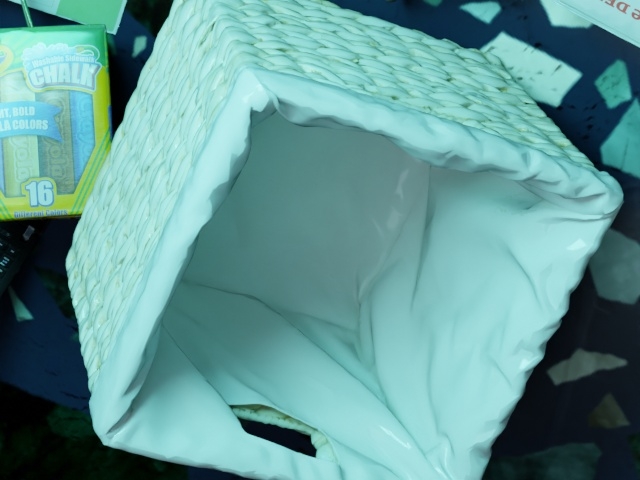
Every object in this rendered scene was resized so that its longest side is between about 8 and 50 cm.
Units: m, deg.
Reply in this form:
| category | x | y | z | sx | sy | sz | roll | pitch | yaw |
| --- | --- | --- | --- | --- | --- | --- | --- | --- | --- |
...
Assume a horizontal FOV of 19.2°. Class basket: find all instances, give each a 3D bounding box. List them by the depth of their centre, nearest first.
| category | x | y | z | sx | sy | sz | roll | pitch | yaw |
| --- | --- | --- | --- | --- | --- | --- | --- | --- | --- |
| basket | 0.000 | 0.000 | 1.519 | 0.328 | 0.266 | 0.331 | 15 | 114 | -23 |

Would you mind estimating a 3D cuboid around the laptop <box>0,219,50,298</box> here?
| category | x | y | z | sx | sy | sz | roll | pitch | yaw |
| --- | --- | --- | --- | --- | --- | --- | --- | --- | --- |
| laptop | -0.366 | -0.057 | 1.734 | 0.234 | 0.264 | 0.136 | 31 | 151 | -2 |

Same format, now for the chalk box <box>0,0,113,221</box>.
| category | x | y | z | sx | sy | sz | roll | pitch | yaw |
| --- | --- | --- | --- | --- | --- | --- | --- | --- | --- |
| chalk box | -0.249 | -0.124 | 1.669 | 0.132 | 0.132 | 0.213 | -2 | 91 | -5 |

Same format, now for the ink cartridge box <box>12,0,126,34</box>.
| category | x | y | z | sx | sy | sz | roll | pitch | yaw |
| --- | --- | --- | --- | --- | --- | --- | --- | --- | --- |
| ink cartridge box | -0.272 | -0.302 | 1.700 | 0.235 | 0.056 | 0.171 | 16 | 113 | -12 |

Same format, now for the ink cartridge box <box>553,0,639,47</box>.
| category | x | y | z | sx | sy | sz | roll | pitch | yaw |
| --- | --- | --- | --- | --- | --- | --- | --- | --- | --- |
| ink cartridge box | 0.286 | -0.253 | 1.507 | 0.139 | 0.082 | 0.191 | 29 | 113 | 8 |
